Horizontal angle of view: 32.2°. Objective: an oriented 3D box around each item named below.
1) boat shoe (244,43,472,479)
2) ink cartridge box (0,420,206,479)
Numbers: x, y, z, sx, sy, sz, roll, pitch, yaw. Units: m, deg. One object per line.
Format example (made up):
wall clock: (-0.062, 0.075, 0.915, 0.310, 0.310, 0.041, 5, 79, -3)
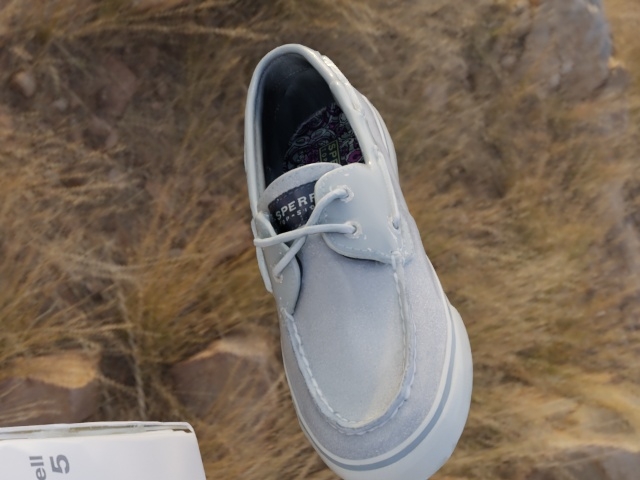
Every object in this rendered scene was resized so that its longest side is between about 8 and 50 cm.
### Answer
boat shoe: (0.001, -0.001, 0.474, 0.081, 0.079, 0.227, 48, 21, -41)
ink cartridge box: (-0.156, 0.199, 0.401, 0.114, 0.272, 0.198, 11, 59, -57)
